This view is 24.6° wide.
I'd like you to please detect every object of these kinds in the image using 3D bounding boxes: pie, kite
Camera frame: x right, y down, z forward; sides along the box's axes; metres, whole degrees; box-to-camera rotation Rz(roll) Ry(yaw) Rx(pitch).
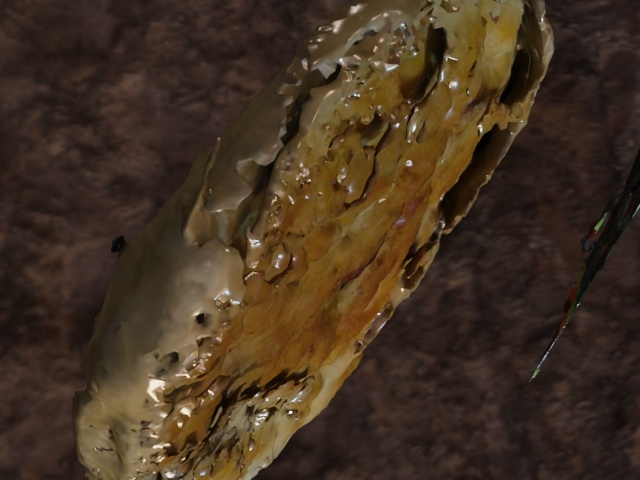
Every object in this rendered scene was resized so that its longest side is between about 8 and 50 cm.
[{"bbox_3d":[0.000,0.000,0.593,0.055,0.274,0.274,38,-65,16],"label":"pie"},{"bbox_3d":[0.094,-0.014,0.452,0.004,0.090,0.122,25,-105,1],"label":"kite"}]
